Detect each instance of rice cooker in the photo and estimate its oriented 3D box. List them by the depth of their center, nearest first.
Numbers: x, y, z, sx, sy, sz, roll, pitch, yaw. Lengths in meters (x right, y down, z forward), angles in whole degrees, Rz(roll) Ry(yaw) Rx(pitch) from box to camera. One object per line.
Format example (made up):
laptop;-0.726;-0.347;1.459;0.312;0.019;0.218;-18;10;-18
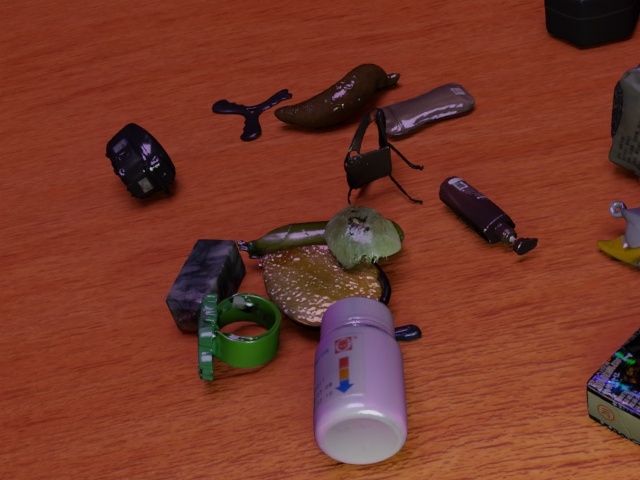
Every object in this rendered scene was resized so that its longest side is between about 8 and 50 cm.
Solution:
rice cooker;-0.402;-0.176;2.238;0.118;0.142;0.203;-35;43;-4

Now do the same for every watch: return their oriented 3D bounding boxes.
watch;-0.147;0.178;1.797;0.151;0.131;0.165;1;36;-9

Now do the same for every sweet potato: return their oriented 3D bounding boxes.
sweet potato;0.052;-0.330;2.298;0.309;0.098;0.124;-27;20;-10

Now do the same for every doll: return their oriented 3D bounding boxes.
doll;0.628;0.014;1.732;0.103;0.146;0.316;-7;34;-45

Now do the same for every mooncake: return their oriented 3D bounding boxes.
mooncake;0.665;-0.273;1.921;0.250;0.254;0.136;-37;57;-26

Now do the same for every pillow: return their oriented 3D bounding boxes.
pillow;0.231;-0.299;2.251;0.217;0.033;0.130;-22;38;-7

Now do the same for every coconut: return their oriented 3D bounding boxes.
coconut;0.070;-0.010;1.853;0.158;0.055;0.133;19;55;28

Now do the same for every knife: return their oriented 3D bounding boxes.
knife;0.120;0.172;1.776;0.121;0.018;0.031;-14;39;5

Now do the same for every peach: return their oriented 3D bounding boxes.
peach;0.002;0.094;1.859;0.279;0.068;0.189;24;56;32

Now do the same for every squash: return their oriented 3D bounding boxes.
squash;0.000;0.002;1.951;0.331;0.087;0.087;-5;42;10

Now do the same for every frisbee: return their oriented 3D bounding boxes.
frisbee;-0.155;-0.323;2.417;0.187;0.012;0.211;-32;42;-19

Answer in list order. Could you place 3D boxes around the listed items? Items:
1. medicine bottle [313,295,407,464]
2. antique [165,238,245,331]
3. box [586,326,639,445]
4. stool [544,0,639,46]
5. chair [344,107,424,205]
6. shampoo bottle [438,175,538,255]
medicine bottle;0.063;0.224;1.635;0.151;0.152;0.255;-9;40;8
antique;-0.221;0.090;1.922;0.086;0.088;0.183;2;44;22
box;0.581;0.249;1.491;0.198;0.084;0.310;-39;46;-24
stool;0.637;-0.568;2.338;0.232;0.141;0.232;-9;42;8
chair;0.109;-0.159;2.039;0.149;0.174;0.213;-16;51;-6
shampoo bottle;0.318;-0.044;1.919;0.068;0.067;0.236;-35;44;-7
